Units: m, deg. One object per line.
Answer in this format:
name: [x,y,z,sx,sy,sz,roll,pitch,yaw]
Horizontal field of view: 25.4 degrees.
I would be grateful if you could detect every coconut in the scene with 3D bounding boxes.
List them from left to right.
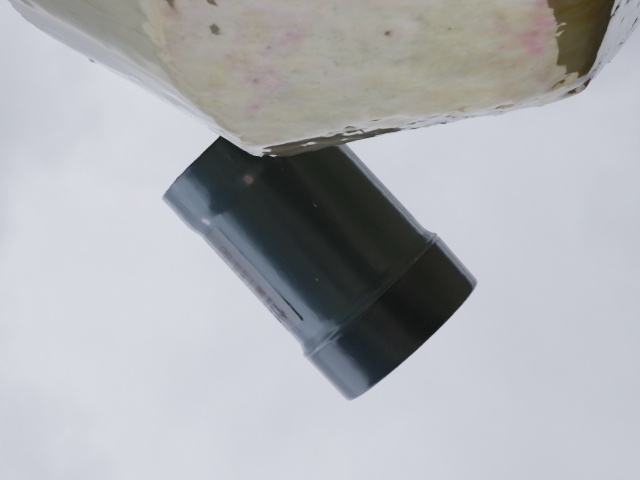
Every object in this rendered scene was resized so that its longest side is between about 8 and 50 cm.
coconut: [-0.001,-0.150,0.459,0.259,0.259,0.259,10,-123,-16]

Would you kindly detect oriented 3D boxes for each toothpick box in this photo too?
toothpick box: [0.000,0.000,0.787,0.153,0.101,0.101,48,-125,0]
